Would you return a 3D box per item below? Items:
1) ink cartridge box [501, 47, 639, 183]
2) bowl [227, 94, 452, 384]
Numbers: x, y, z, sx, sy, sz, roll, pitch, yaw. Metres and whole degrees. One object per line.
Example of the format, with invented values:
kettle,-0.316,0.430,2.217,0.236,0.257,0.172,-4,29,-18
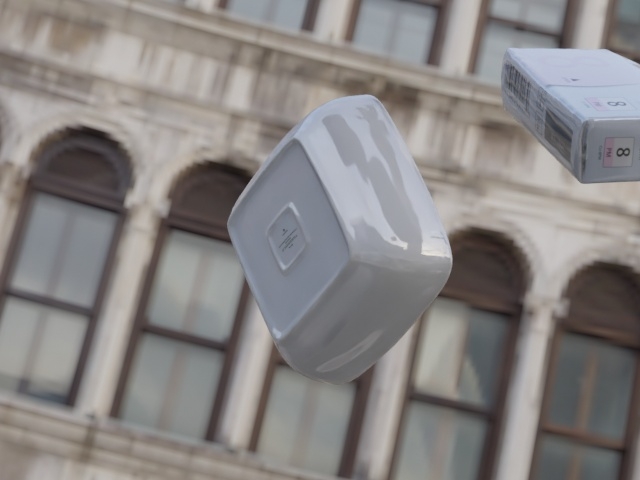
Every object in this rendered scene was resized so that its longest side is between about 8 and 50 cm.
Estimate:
ink cartridge box,0.273,-0.098,1.381,0.232,0.066,0.189,-5,22,-11
bowl,0.000,0.000,1.059,0.053,0.142,0.142,0,-36,-37
